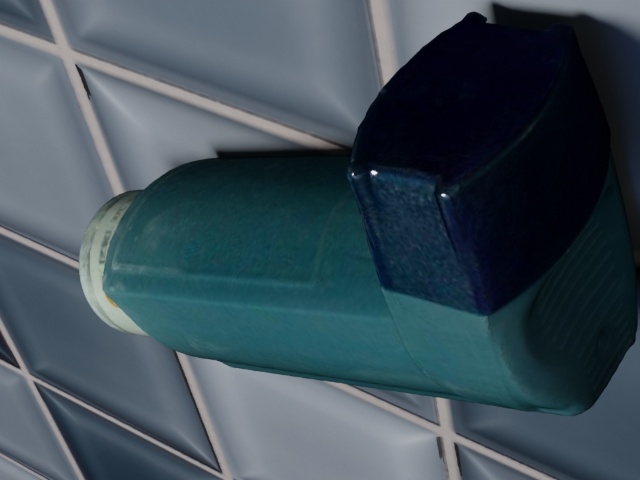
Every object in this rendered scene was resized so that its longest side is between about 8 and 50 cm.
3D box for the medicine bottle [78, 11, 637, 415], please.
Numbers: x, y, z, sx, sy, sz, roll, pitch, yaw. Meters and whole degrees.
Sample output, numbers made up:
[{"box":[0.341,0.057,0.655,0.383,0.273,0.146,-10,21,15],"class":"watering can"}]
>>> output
[{"box":[0.000,0.000,0.488,0.258,0.079,0.124,0,136,50],"class":"medicine bottle"}]
